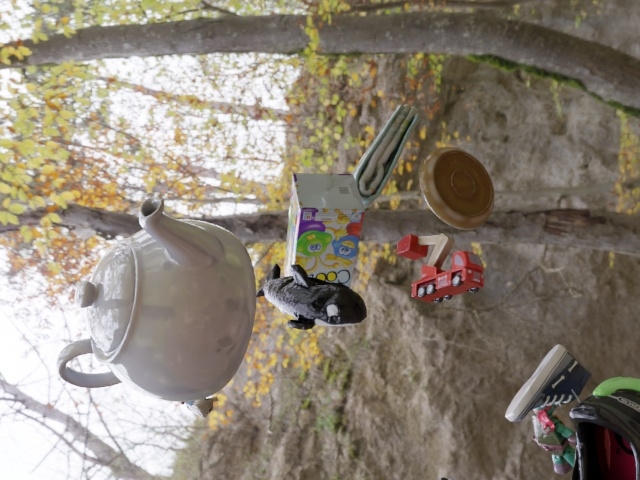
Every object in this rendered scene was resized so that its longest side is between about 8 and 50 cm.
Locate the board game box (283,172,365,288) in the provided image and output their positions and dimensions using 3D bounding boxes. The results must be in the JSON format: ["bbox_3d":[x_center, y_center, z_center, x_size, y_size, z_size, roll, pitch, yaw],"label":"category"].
[{"bbox_3d":[0.000,0.000,1.364,0.142,0.144,0.275,0,-52,-10],"label":"board game box"}]

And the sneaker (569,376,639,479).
[{"bbox_3d":[0.496,0.474,0.967,0.202,0.185,0.483,-3,-103,-28],"label":"sneaker"}]

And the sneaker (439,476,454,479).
[{"bbox_3d":[0.138,0.297,0.585,0.058,0.084,0.152,-48,6,18],"label":"sneaker"}]

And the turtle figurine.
[{"bbox_3d":[0.480,0.377,1.188,0.118,0.175,0.234,-25,-74,1],"label":"turtle figurine"}]

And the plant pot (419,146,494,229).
[{"bbox_3d":[0.369,-0.145,1.571,0.236,0.032,0.236,9,-112,-21],"label":"plant pot"}]

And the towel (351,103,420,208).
[{"bbox_3d":[0.141,-0.188,1.730,0.374,0.090,0.320,-57,2,-28],"label":"towel"}]

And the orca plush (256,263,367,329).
[{"bbox_3d":[-0.029,0.080,1.153,0.151,0.287,0.102,-22,-66,-23],"label":"orca plush"}]

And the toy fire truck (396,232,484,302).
[{"bbox_3d":[0.210,0.038,1.061,0.047,0.192,0.135,19,-116,-27],"label":"toy fire truck"}]

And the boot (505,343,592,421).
[{"bbox_3d":[0.436,0.289,1.129,0.190,0.086,0.069,-43,-15,-21],"label":"boot"}]

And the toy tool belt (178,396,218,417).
[{"bbox_3d":[-0.266,0.346,1.297,0.051,0.083,0.052,-46,-40,-39],"label":"toy tool belt"}]

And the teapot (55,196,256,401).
[{"bbox_3d":[-0.216,0.085,0.758,0.187,0.252,0.256,12,-95,-36],"label":"teapot"}]
